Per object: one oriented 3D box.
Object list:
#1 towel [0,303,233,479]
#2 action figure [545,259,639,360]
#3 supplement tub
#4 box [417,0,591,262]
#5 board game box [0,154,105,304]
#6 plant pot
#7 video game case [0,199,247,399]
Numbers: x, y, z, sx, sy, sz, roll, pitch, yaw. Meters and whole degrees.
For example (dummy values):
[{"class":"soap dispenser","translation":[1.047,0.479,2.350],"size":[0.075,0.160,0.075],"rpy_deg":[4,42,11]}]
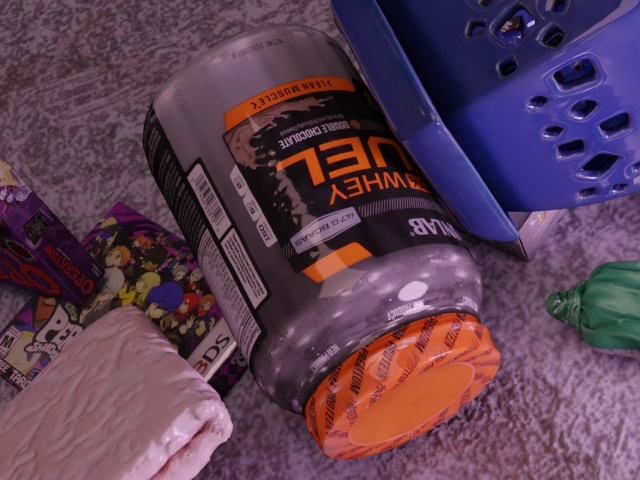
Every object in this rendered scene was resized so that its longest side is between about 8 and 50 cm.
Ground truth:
[{"class":"towel","translation":[-0.224,0.199,1.017],"size":[0.317,0.053,0.332],"rpy_deg":[-45,21,-7]},{"class":"action figure","translation":[0.297,0.065,1.041],"size":[0.232,0.063,0.137],"rpy_deg":[8,64,21]},{"class":"supplement tub","translation":[0.000,0.000,1.093],"size":[0.207,0.207,0.338],"rpy_deg":[-30,64,1]},{"class":"box","translation":[0.176,-0.113,1.206],"size":[0.183,0.056,0.231],"rpy_deg":[28,73,33]},{"class":"board game box","translation":[-0.391,-0.042,1.260],"size":[0.347,0.208,0.056],"rpy_deg":[11,63,37]},{"class":"plant pot","translation":[0.154,-0.149,1.066],"size":[0.212,0.236,0.236],"rpy_deg":[-31,54,9]},{"class":"video game case","translation":[-0.179,0.091,1.225],"size":[0.232,0.042,0.210],"rpy_deg":[30,72,34]}]
